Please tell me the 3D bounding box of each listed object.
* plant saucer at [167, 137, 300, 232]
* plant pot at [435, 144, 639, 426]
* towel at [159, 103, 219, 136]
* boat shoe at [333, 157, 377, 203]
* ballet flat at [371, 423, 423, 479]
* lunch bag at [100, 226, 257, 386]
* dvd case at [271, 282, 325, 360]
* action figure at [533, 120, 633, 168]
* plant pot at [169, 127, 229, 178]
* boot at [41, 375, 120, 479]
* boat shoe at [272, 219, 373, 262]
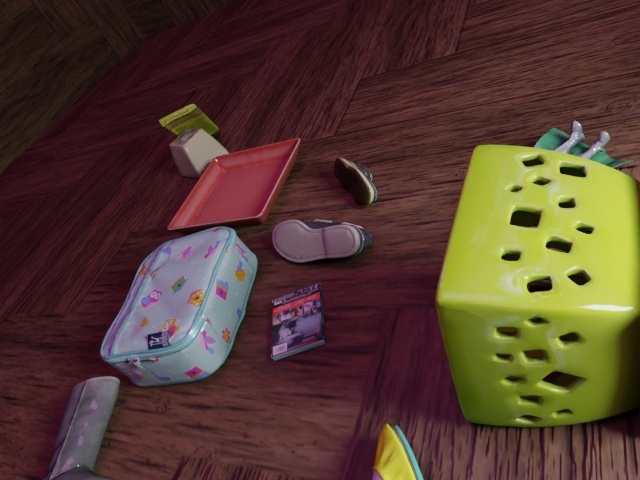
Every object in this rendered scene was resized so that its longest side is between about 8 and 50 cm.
[{"bbox_3d":[-0.182,-0.113,1.135,0.258,0.048,0.259,-6,43,30],"label":"plant saucer"},{"bbox_3d":[0.252,0.051,0.511,0.207,0.228,0.227,2,47,28],"label":"plant pot"},{"bbox_3d":[-0.349,-0.309,1.378,0.102,0.021,0.237,-25,-3,2],"label":"towel"},{"bbox_3d":[0.074,-0.118,0.958,0.049,0.056,0.152,-7,36,-22],"label":"boat shoe"},{"bbox_3d":[0.084,0.278,0.475,0.077,0.077,0.231,-18,38,-10],"label":"ballet flat"},{"bbox_3d":[-0.244,0.111,0.871,0.224,0.108,0.279,-11,41,24],"label":"lunch bag"},{"bbox_3d":[-0.036,0.124,0.791,0.087,0.013,0.119,-21,37,13],"label":"dvd case"},{"bbox_3d":[0.317,-0.082,0.748,0.232,0.063,0.137,-40,41,-6],"label":"action figure"},{"bbox_3d":[-0.330,-0.236,1.335,0.109,0.096,0.109,12,55,43],"label":"plant pot"},{"bbox_3d":[-0.342,0.303,0.764,0.189,0.076,0.208,-14,33,18],"label":"boot"},{"bbox_3d":[0.000,0.000,0.888,0.206,0.075,0.065,2,5,43],"label":"boat shoe"}]
